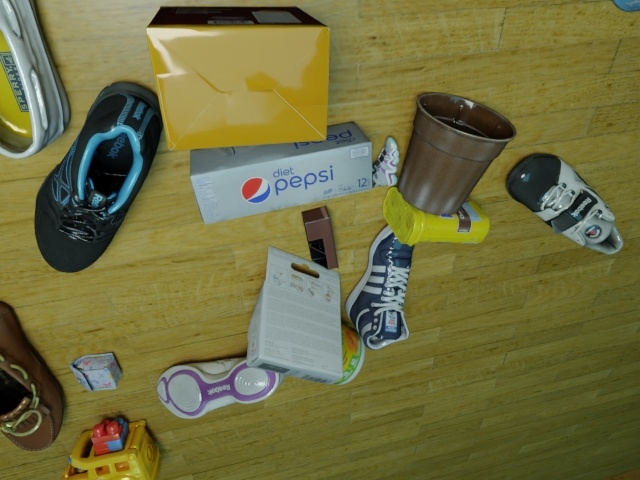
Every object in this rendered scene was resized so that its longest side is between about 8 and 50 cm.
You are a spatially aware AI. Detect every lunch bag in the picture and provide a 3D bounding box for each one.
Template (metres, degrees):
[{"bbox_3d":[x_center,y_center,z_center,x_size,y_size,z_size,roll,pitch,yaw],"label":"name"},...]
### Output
[{"bbox_3d":[-0.480,0.284,0.867,0.083,0.053,0.071,-3,124,-3],"label":"lunch bag"}]

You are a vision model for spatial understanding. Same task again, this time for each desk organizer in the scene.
[{"bbox_3d":[0.000,0.000,0.809,0.050,0.047,0.130,-14,127,-4],"label":"desk organizer"}]

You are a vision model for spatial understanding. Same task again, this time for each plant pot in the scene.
[{"bbox_3d":[0.217,-0.144,0.708,0.166,0.167,0.165,2,132,-18],"label":"plant pot"}]

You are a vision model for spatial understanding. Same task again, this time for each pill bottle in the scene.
[{"bbox_3d":[-0.031,0.223,0.900,0.245,0.136,0.136,29,112,-31],"label":"pill bottle"}]

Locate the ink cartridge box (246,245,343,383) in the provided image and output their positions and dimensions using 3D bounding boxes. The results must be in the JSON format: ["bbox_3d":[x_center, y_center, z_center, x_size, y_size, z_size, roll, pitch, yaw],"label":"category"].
[{"bbox_3d":[-0.043,0.147,0.803,0.189,0.232,0.066,23,134,-29],"label":"ink cartridge box"}]

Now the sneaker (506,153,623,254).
[{"bbox_3d":[0.535,-0.068,0.858,0.330,0.146,0.122,23,117,-27],"label":"sneaker"}]

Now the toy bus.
[{"bbox_3d":[-0.521,0.520,0.977,0.220,0.149,0.212,-9,113,-7],"label":"toy bus"}]

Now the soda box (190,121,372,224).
[{"bbox_3d":[-0.063,-0.116,0.674,0.286,0.098,0.091,-12,128,-7],"label":"soda box"}]

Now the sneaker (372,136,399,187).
[{"bbox_3d":[0.106,-0.138,0.746,0.069,0.038,0.098,-13,127,-8],"label":"sneaker"}]

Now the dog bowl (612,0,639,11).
[{"bbox_3d":[0.508,-0.481,0.597,0.166,0.074,0.297,-42,124,15],"label":"dog bowl"}]

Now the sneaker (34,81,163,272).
[{"bbox_3d":[-0.345,-0.067,0.601,0.125,0.140,0.341,21,118,-30],"label":"sneaker"}]

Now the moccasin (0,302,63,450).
[{"bbox_3d":[-0.599,0.294,0.778,0.139,0.147,0.380,-1,125,-16],"label":"moccasin"}]

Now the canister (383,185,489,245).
[{"bbox_3d":[0.224,-0.047,0.792,0.169,0.126,0.073,1,129,-20],"label":"canister"}]

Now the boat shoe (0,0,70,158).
[{"bbox_3d":[-0.402,-0.257,0.437,0.135,0.156,0.367,-9,127,-11],"label":"boat shoe"}]

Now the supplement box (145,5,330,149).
[{"bbox_3d":[-0.105,-0.220,0.527,0.191,0.194,0.129,-7,126,-12],"label":"supplement box"}]

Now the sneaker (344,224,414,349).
[{"bbox_3d":[0.149,0.104,0.858,0.099,0.153,0.282,10,121,-23],"label":"sneaker"}]

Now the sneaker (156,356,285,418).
[{"bbox_3d":[-0.222,0.332,0.934,0.305,0.114,0.152,-9,168,11],"label":"sneaker"}]
